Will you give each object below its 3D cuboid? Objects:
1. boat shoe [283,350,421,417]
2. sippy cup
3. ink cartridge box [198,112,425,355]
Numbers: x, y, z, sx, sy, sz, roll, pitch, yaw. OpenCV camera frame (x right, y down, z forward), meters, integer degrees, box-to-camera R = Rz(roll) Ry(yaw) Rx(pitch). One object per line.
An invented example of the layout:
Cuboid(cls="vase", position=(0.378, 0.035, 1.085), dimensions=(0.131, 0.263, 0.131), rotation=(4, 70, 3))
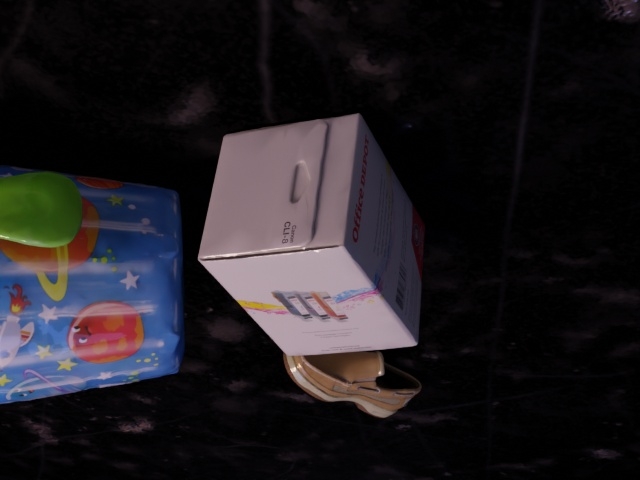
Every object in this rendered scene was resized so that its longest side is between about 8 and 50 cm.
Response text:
Cuboid(cls="boat shoe", position=(0.041, 0.144, 1.221), dimensions=(0.072, 0.068, 0.190), rotation=(-31, 144, 30))
Cuboid(cls="sippy cup", position=(-0.232, 0.037, 0.951), dimensions=(0.224, 0.240, 0.305), rotation=(0, -166, -7))
Cuboid(cls="ink cartridge box", position=(0.000, 0.000, 0.907), dimensions=(0.127, 0.128, 0.176), rotation=(-6, 146, 22))
